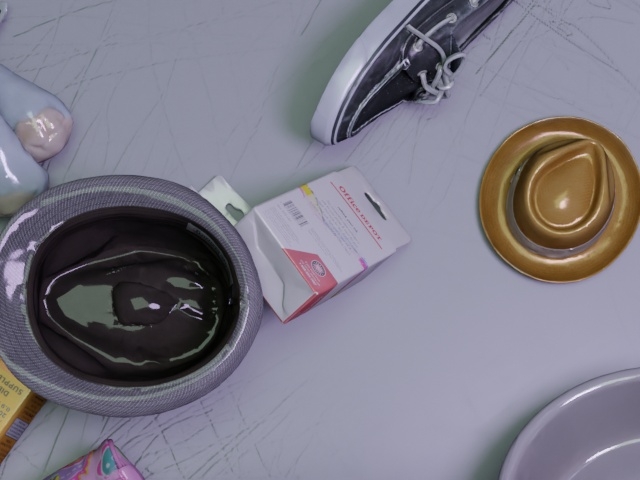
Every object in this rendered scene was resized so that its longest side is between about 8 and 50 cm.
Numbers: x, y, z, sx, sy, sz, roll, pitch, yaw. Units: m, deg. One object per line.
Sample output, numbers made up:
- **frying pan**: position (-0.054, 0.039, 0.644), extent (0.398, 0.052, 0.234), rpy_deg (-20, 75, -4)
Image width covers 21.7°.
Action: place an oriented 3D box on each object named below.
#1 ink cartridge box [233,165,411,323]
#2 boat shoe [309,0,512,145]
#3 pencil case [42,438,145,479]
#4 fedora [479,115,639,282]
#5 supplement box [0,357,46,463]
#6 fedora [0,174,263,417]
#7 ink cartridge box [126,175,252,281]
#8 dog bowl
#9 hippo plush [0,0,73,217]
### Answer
- **ink cartridge box**: position (0.000, 0.000, 1.789), extent (0.115, 0.067, 0.198), rpy_deg (54, 38, 8)
- **boat shoe**: position (0.114, -0.206, 1.842), extent (0.105, 0.113, 0.306), rpy_deg (37, 68, 14)
- **pencil case**: position (-0.301, 0.325, 1.720), extent (0.284, 0.124, 0.124), rpy_deg (-32, 81, -8)
- **fedora**: position (0.268, -0.052, 1.830), extent (0.194, 0.079, 0.194), rpy_deg (0, 78, -2)
- **supplement box**: position (-0.378, 0.218, 1.761), extent (0.078, 0.080, 0.233), rpy_deg (33, 82, 8)
- **fedora**: position (-0.201, 0.061, 1.709), extent (0.275, 0.124, 0.244), rpy_deg (-4, 82, -10)
- **ink cartridge box**: position (-0.144, 0.016, 1.815), extent (0.181, 0.061, 0.104), rpy_deg (-42, 83, -9)
- **dog bowl**: position (0.332, 0.272, 1.659), extent (0.348, 0.102, 0.349), rpy_deg (-11, 44, 11)
- **hippo plush**: position (-0.389, -0.153, 1.755), extent (0.234, 0.236, 0.294), rpy_deg (11, 78, 1)
